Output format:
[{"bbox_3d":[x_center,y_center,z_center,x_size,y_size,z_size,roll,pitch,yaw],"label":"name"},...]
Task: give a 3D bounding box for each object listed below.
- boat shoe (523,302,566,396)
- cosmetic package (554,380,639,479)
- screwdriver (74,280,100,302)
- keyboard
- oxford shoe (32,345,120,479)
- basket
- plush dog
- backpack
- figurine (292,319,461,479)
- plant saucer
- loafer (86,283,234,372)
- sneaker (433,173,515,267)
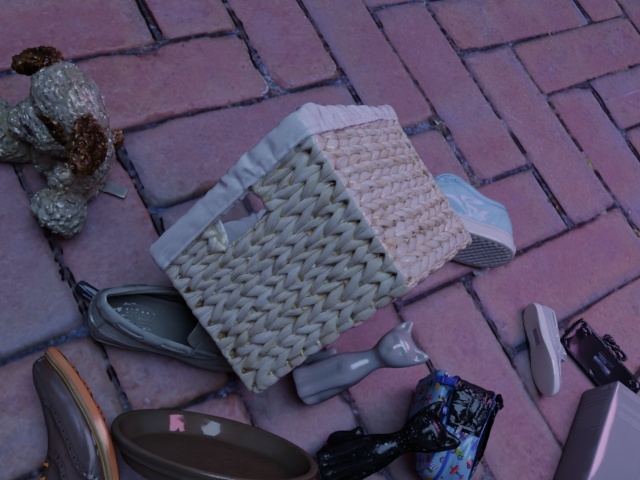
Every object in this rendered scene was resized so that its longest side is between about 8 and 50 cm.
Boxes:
[{"bbox_3d":[0.439,0.209,1.255,0.063,0.066,0.184,8,53,-18],"label":"boat shoe"},{"bbox_3d":[0.519,0.389,1.174,0.127,0.107,0.238,39,60,-1],"label":"cosmetic package"},{"bbox_3d":[-0.310,0.120,1.017,0.170,0.024,0.025,41,87,-7],"label":"screwdriver"},{"bbox_3d":[0.568,0.241,1.312,0.108,0.023,0.180,-37,83,-25],"label":"keyboard"},{"bbox_3d":[-0.325,0.316,0.851,0.132,0.130,0.364,-19,74,-22],"label":"oxford shoe"},{"bbox_3d":[0.000,0.000,0.961,0.266,0.328,0.331,56,28,7],"label":"basket"},{"bbox_3d":[-0.384,-0.169,1.002,0.210,0.225,0.262,-31,79,-31],"label":"plush dog"},{"bbox_3d":[0.199,0.314,1.054,0.117,0.158,0.173,23,70,-1],"label":"backpack"},{"bbox_3d":[0.083,0.246,1.006,0.209,0.092,0.215,-23,70,15],"label":"figurine"},{"bbox_3d":[-0.142,0.284,0.870,0.277,0.278,0.041,15,86,-15],"label":"plant saucer"},{"bbox_3d":[-0.187,0.132,0.995,0.319,0.111,0.112,11,63,-24],"label":"loafer"},{"bbox_3d":[0.212,-0.070,1.267,0.366,0.135,0.150,24,51,-20],"label":"sneaker"}]
